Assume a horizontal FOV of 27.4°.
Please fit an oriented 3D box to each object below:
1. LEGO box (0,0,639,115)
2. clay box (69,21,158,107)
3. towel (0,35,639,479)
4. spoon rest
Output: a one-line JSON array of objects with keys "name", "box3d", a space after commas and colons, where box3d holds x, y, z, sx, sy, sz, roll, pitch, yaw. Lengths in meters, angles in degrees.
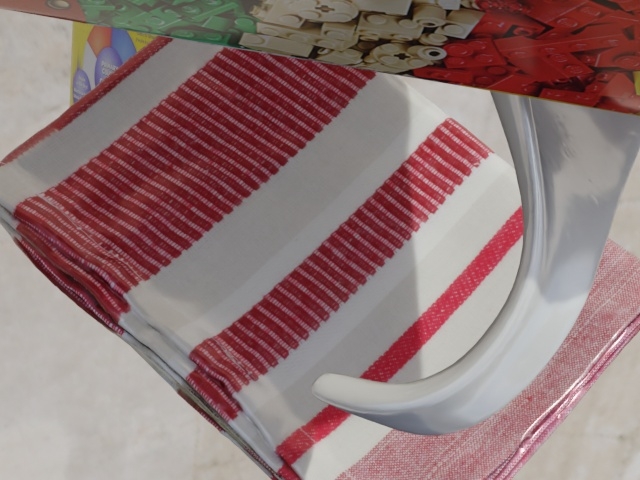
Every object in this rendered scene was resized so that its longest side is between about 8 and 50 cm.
[{"name": "LEGO box", "box3d": [0.081, -0.316, 0.454, 0.372, 0.500, 0.193, 9, 164, -9]}, {"name": "clay box", "box3d": [-0.124, -0.124, 0.909, 0.053, 0.127, 0.222, -9, 111, -37]}, {"name": "towel", "box3d": [0.000, 0.000, 0.733, 0.237, 0.329, 0.037, -43, 163, -24]}, {"name": "spoon rest", "box3d": [0.092, -0.042, 0.556, 0.137, 0.084, 0.276, 26, 86, -46]}]
